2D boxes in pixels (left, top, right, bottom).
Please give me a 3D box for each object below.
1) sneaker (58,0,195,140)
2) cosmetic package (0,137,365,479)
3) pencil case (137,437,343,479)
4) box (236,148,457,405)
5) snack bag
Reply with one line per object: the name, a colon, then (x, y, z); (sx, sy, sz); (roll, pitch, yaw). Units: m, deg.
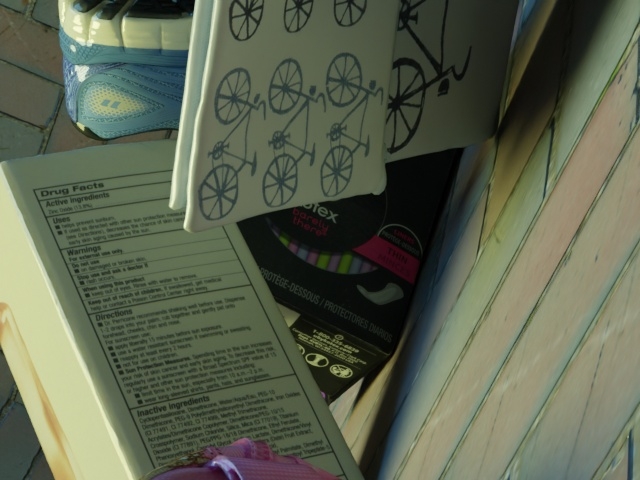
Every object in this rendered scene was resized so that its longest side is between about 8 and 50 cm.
sneaker: (-0.042, -0.138, 1.284); (0.130, 0.330, 0.147); (54, 141, 41)
cosmetic package: (-0.107, 0.089, 1.162); (0.296, 0.153, 0.129); (64, 147, 28)
pencil case: (-0.101, 0.191, 0.791); (0.160, 0.167, 0.386); (-35, 6, -31)
box: (-0.007, -0.027, 1.392); (0.143, 0.165, 0.270); (-46, 21, 54)
snack bag: (0.047, -0.180, 1.065); (0.342, 0.037, 0.323); (-13, -62, -52)
